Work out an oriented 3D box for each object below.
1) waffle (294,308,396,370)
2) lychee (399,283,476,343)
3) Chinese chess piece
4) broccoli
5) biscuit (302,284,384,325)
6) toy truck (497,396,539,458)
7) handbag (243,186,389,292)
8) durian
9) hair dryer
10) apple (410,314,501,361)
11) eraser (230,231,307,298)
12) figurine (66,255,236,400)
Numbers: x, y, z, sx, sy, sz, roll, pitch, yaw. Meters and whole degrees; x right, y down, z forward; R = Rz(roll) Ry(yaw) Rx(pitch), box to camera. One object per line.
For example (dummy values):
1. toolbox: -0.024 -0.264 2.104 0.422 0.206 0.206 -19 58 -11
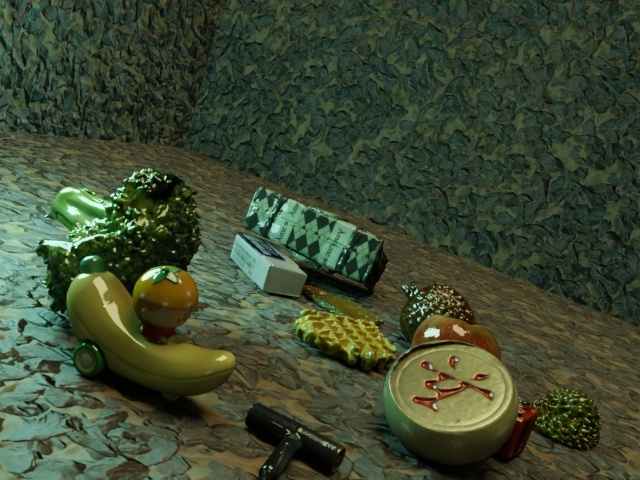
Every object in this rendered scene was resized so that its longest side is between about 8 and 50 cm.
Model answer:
1. waffle: 0.059 0.235 1.785 0.229 0.057 0.219 13 13 -22
2. lychee: 0.294 0.201 1.979 0.238 0.200 0.200 44 19 16
3. Chinese chess piece: 0.240 0.297 1.426 0.250 0.103 0.250 -2 37 1
4. broccoli: -0.391 0.001 1.551 0.338 0.277 0.317 -24 51 -6
5. biscuit: 0.056 0.181 2.123 0.131 0.026 0.237 10 13 -44
6. toy truck: 0.300 0.335 1.555 0.252 0.107 0.114 25 13 30
7. handbag: 0.000 0.000 2.349 0.416 0.180 0.317 25 -5 13
8. durian: 0.548 0.384 1.703 0.186 0.108 0.119 21 11 12
9. hair dryer: -0.078 0.326 1.186 0.173 0.050 0.195 20 14 25
10. apple: 0.313 0.265 1.780 0.209 0.164 0.209 18 -1 0
11. eraser: -0.151 0.068 2.184 0.130 0.086 0.287 15 11 -29
12. figurine: -0.282 0.140 1.288 0.324 0.222 0.124 21 9 17
